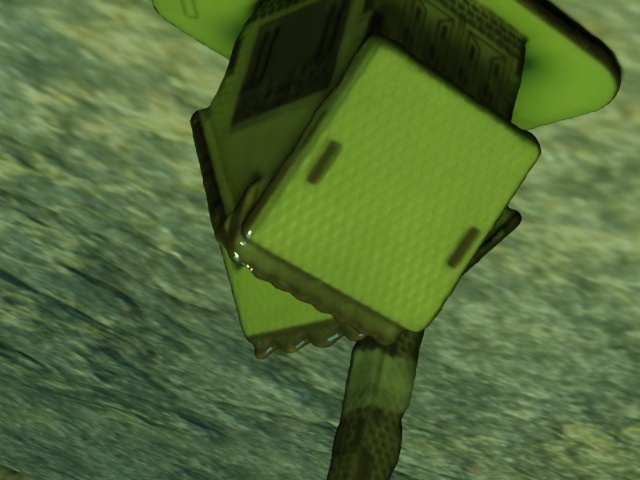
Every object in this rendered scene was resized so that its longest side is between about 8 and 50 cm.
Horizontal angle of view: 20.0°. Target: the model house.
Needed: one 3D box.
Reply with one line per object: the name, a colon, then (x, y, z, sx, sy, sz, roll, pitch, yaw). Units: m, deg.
model house: (0.000, 0.000, 0.914, 0.218, 0.279, 0.205, 30, 154, -31)
